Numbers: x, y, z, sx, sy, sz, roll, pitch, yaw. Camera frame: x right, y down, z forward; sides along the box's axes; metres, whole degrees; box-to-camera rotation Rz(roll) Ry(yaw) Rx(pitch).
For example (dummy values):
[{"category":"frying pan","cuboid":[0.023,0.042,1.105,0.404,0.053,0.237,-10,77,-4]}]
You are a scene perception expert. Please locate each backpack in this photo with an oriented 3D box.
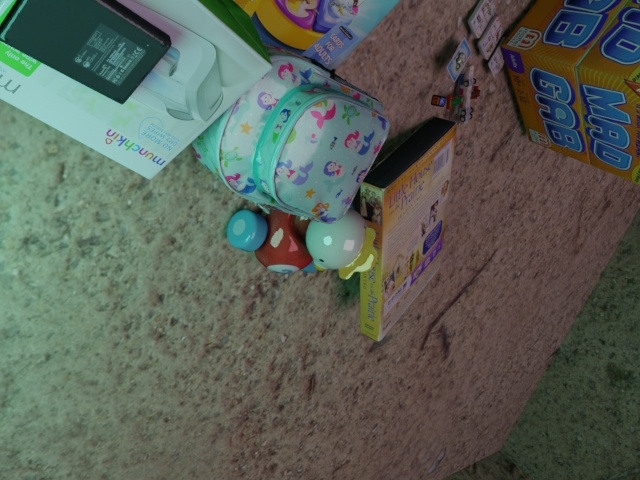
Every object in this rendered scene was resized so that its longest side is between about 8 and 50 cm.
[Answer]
[{"category":"backpack","cuboid":[-0.045,-0.151,0.834,0.253,0.191,0.225,19,105,-38]}]

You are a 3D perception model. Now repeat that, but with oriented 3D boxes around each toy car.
[{"category":"toy car","cuboid":[0.000,0.000,1.040,0.219,0.238,0.210,24,102,-49]}]

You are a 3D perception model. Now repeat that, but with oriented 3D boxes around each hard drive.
[{"category":"hard drive","cuboid":[-0.233,-0.203,0.581,0.094,0.022,0.135,-40,140,23]}]

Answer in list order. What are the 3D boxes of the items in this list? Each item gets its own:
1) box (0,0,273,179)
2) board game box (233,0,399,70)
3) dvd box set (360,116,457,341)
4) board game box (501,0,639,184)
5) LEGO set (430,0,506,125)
[{"category":"box","cuboid":[-0.233,-0.232,0.671,0.231,0.127,0.262,-37,141,18]},{"category":"board game box","cuboid":[0.002,-0.384,0.790,0.336,0.079,0.253,-42,145,22]},{"category":"dvd box set","cuboid":[0.189,-0.019,1.279,0.307,0.062,0.420,-43,144,-38]},{"category":"board game box","cuboid":[0.683,-0.395,1.279,0.356,0.356,0.356,-51,141,-5]},{"category":"LEGO set","cuboid":[0.304,-0.359,1.218,0.244,0.060,0.182,-60,141,-8]}]
